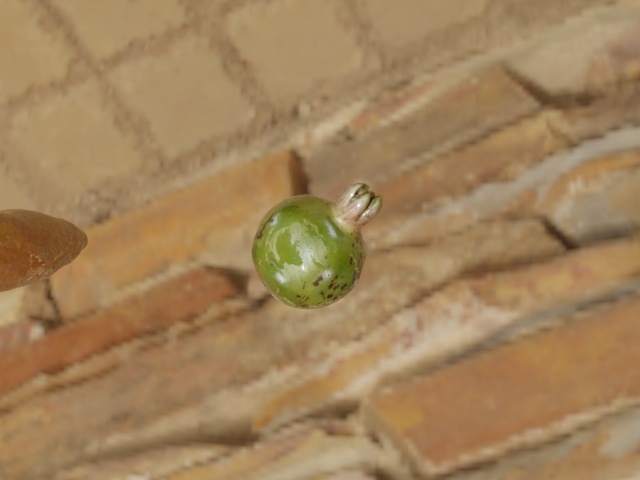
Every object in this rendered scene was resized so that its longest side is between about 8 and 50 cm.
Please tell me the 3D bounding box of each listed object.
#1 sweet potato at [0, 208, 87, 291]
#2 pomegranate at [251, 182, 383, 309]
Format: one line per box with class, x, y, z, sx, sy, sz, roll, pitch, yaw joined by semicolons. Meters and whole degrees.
sweet potato;-0.220;0.009;1.156;0.202;0.055;0.058;-12;126;-47
pomegranate;0.001;0.001;1.068;0.084;0.073;0.073;-34;126;-5
